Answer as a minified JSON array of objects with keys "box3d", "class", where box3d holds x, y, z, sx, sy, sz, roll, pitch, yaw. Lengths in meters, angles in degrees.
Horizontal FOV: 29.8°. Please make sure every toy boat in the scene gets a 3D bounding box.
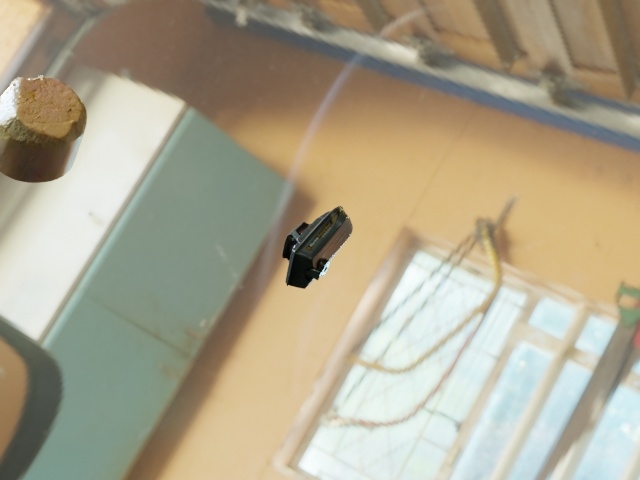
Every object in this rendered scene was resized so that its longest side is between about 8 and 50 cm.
[{"box3d":[0.000,0.000,1.424,0.060,0.141,0.055,25,-51,14],"class":"toy boat"}]

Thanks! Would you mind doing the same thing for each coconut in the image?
[{"box3d":[-0.342,-0.127,1.435,0.116,0.116,0.122,32,-43,-7],"class":"coconut"}]
